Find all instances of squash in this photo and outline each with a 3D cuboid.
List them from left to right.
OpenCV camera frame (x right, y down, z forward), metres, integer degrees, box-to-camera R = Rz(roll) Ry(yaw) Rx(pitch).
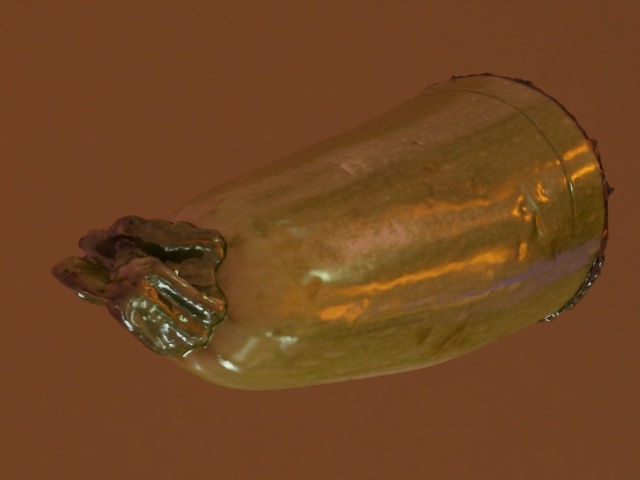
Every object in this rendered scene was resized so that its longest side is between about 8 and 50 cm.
[{"bbox_3d":[0.000,0.000,0.607,0.094,0.224,0.094,7,-78,36],"label":"squash"}]
